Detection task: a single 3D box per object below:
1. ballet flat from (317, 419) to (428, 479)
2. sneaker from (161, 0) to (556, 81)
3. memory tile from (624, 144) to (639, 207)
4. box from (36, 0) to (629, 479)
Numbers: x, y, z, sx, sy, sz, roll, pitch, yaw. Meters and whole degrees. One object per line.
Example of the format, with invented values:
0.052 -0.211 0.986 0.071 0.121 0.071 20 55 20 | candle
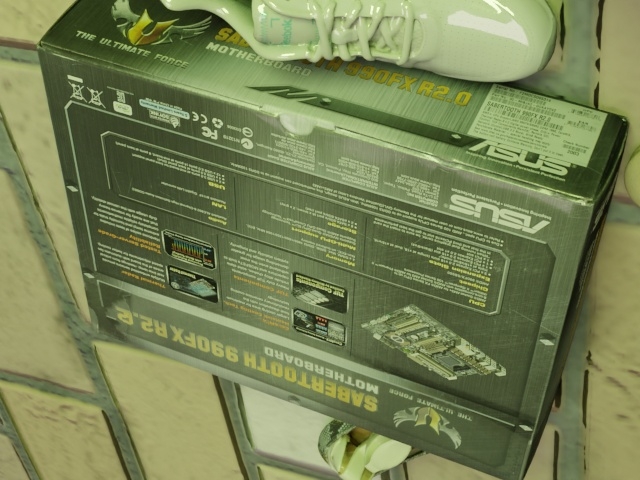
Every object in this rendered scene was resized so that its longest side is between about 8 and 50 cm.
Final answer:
0.027 0.110 0.608 0.041 0.041 0.114 39 139 -10 | ballet flat
0.008 -0.083 0.410 0.152 0.061 0.054 19 136 12 | sneaker
0.192 -0.012 0.405 0.148 0.012 0.113 33 140 -3 | memory tile
0.000 0.000 0.500 0.231 0.056 0.183 17 138 16 | box
